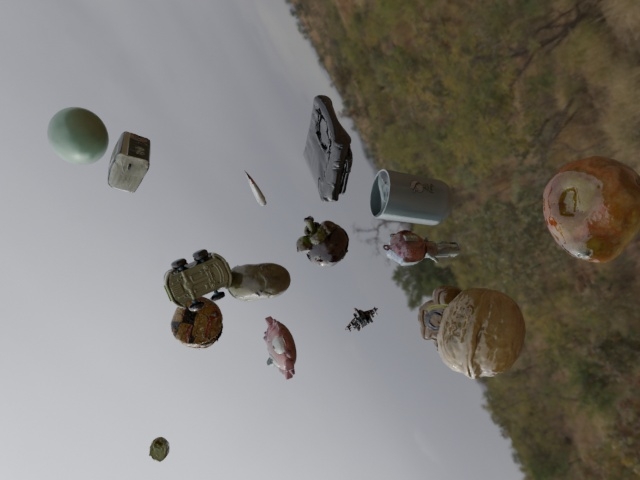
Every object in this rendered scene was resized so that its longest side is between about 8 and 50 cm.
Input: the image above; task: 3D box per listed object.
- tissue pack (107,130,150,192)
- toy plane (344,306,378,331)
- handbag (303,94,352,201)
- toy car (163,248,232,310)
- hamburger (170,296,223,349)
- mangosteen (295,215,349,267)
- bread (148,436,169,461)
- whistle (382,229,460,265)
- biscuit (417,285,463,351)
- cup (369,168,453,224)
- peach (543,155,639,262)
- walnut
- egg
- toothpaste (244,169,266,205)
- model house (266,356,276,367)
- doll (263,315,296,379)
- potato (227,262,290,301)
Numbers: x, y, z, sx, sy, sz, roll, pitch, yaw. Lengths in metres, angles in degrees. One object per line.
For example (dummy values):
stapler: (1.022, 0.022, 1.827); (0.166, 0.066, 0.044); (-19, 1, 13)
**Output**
tissue pack: (-0.488, -0.202, 1.486); (0.091, 0.103, 0.170); (22, -159, -23)
toy plane: (0.127, 0.247, 1.853); (0.061, 0.130, 0.189); (58, 179, 16)
handbag: (0.023, -0.280, 1.770); (0.275, 0.088, 0.244); (-107, 20, -45)
toy car: (-0.474, 0.141, 2.215); (0.204, 0.248, 0.198); (70, 164, -11)
hamburger: (-0.523, 0.351, 2.480); (0.107, 0.231, 0.230); (87, 157, -76)
mangosteen: (0.006, 0.010, 1.999); (0.184, 0.172, 0.172); (13, -151, -17)
bread: (-0.494, 0.639, 1.788); (0.066, 0.060, 0.110); (59, 167, 4)
whistle: (0.393, 0.031, 2.271); (0.142, 0.347, 0.133); (-135, 50, -57)
biscuit: (0.471, 0.304, 2.188); (0.041, 0.209, 0.290); (-65, -24, -66)
cup: (0.381, -0.176, 2.425); (0.205, 0.313, 0.205); (-173, 90, -73)
peach: (0.596, -0.061, 1.262); (0.214, 0.215, 0.235); (52, -129, -48)
walnut: (0.547, 0.318, 1.989); (0.252, 0.278, 0.312); (92, -169, -83)
egg: (-0.732, -0.314, 1.765); (0.167, 0.168, 0.231); (62, 169, 2)
toothpaste: (-0.223, -0.175, 2.001); (0.048, 0.031, 0.190); (60, 177, 29)
model house: (-0.153, 0.438, 2.181); (0.083, 0.078, 0.066); (13, -141, -45)
doll: (-0.134, 0.365, 1.973); (0.211, 0.093, 0.261); (58, 156, 36)
potato: (-0.245, 0.159, 2.268); (0.165, 0.263, 0.164); (-11, -90, -70)
